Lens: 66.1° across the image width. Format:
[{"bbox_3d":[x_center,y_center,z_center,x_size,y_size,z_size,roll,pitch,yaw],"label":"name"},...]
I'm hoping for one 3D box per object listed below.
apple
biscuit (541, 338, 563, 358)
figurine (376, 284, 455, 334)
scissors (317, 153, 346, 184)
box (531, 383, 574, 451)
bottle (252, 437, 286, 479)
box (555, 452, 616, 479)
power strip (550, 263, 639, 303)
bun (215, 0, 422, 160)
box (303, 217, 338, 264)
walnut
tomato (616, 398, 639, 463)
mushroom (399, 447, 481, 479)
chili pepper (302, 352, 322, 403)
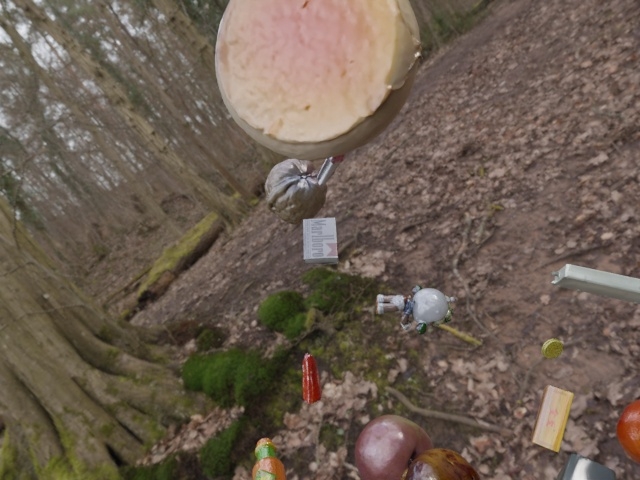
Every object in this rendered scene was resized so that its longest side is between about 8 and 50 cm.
[{"bbox_3d":[0.271,0.764,1.733,0.306,0.306,0.235,-44,14,-34],"label":"apple"},{"bbox_3d":[0.904,0.423,1.918,0.084,0.084,0.023,-42,23,3],"label":"biscuit"},{"bbox_3d":[0.240,0.171,1.243,0.197,0.094,0.147,-4,45,9],"label":"figurine"},{"bbox_3d":[0.049,-0.254,1.449,0.118,0.031,0.242,-5,-35,-37],"label":"scissors"},{"bbox_3d":[0.706,0.540,1.507,0.274,0.076,0.174,39,-112,-62],"label":"box"},{"bbox_3d":[-0.101,0.463,0.963,0.069,0.069,0.187,-42,21,3],"label":"bottle"},{"bbox_3d":[0.777,0.756,1.467,0.135,0.163,0.243,-49,-33,-36],"label":"box"},{"bbox_3d":[0.834,0.131,1.370,0.106,0.367,0.043,73,-148,-69],"label":"power strip"},{"bbox_3d":[0.002,-0.262,0.729,0.299,0.299,0.165,-42,-8,11],"label":"bun"},{"bbox_3d":[0.000,0.000,1.657,0.036,0.115,0.178,89,179,-51],"label":"box"},{"bbox_3d":[-0.100,-0.186,1.894,0.248,0.248,0.248,-42,3,2],"label":"walnut"},{"bbox_3d":[0.958,0.519,1.347,0.259,0.180,0.260,-6,-25,-3],"label":"tomato"},{"bbox_3d":[0.309,0.756,1.392,0.259,0.346,0.345,-5,26,37],"label":"mushroom"},{"bbox_3d":[-0.034,0.439,1.603,0.064,0.169,0.088,-5,20,2],"label":"chili pepper"}]
